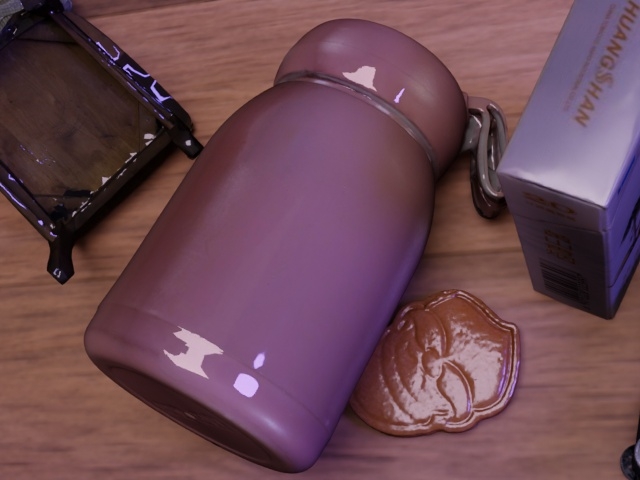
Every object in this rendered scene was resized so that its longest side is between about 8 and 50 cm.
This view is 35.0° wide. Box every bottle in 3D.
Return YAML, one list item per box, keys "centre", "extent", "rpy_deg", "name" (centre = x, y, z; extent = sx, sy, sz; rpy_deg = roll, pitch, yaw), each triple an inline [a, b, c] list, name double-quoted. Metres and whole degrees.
- centre: [0.000, 0.000, 0.694]
  extent: [0.206, 0.173, 0.297]
  rpy_deg: [27, 69, 6]
  name: "bottle"

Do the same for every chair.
- centre: [-0.219, -0.107, 0.823]
  extent: [0.160, 0.319, 0.186]
  rpy_deg: [-45, 109, 0]
  name: "chair"

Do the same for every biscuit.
- centre: [0.078, 0.088, 0.717]
  extent: [0.130, 0.019, 0.102]
  rpy_deg: [-15, 68, 12]
  name: "biscuit"

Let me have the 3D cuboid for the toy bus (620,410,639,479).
- centre: [0.239, 0.092, 0.637]
  extent: [0.077, 0.079, 0.174]
  rpy_deg: [11, 74, 12]
  name: "toy bus"

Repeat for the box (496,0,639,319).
- centre: [0.176, -0.054, 0.617]
  extent: [0.067, 0.233, 0.149]
  rpy_deg: [20, 78, 22]
  name: "box"
